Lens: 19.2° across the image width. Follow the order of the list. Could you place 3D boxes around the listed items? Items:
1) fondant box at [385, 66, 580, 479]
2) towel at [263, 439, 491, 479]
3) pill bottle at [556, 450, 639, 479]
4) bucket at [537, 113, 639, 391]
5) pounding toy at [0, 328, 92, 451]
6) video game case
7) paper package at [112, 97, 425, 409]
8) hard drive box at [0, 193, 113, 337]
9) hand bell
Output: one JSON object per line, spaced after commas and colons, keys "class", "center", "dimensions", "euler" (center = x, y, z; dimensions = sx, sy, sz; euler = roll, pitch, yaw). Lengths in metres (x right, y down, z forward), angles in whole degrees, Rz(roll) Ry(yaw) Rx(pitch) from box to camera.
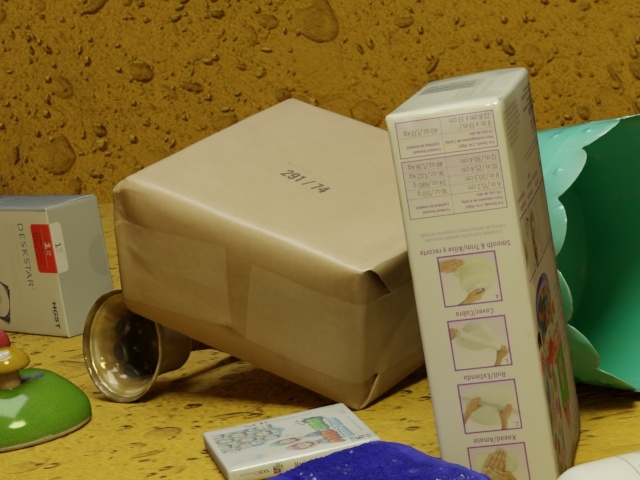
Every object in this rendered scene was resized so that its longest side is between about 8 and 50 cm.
{"class": "fondant box", "center": [0.141, 0.036, 1.564], "dimensions": [0.096, 0.330, 0.238], "euler": [-9, 9, 13]}
{"class": "towel", "center": [-0.030, 0.221, 1.396], "dimensions": [0.308, 0.076, 0.227], "euler": [-14, 9, -29]}
{"class": "pill bottle", "center": [0.204, 0.193, 1.155], "dimensions": [0.229, 0.131, 0.131], "euler": [-11, 9, -12]}
{"class": "bucket", "center": [0.253, 0.015, 1.823], "dimensions": [0.281, 0.281, 0.183], "euler": [-17, 11, -42]}
{"class": "pounding toy", "center": [-0.358, 0.158, 2.008], "dimensions": [0.183, 0.110, 0.237], "euler": [-3, 10, 35]}
{"class": "video game case", "center": [-0.029, 0.189, 1.775], "dimensions": [0.143, 0.019, 0.157], "euler": [-11, 9, -11]}
{"class": "paper package", "center": [0.000, 0.000, 2.029], "dimensions": [0.325, 0.168, 0.309], "euler": [21, 34, 31]}
{"class": "hard drive box", "center": [-0.391, 0.031, 2.614], "dimensions": [0.089, 0.181, 0.232], "euler": [-17, 11, -40]}
{"class": "hand bell", "center": [-0.141, 0.114, 2.177], "dimensions": [0.126, 0.126, 0.242], "euler": [-1, 0, 42]}
